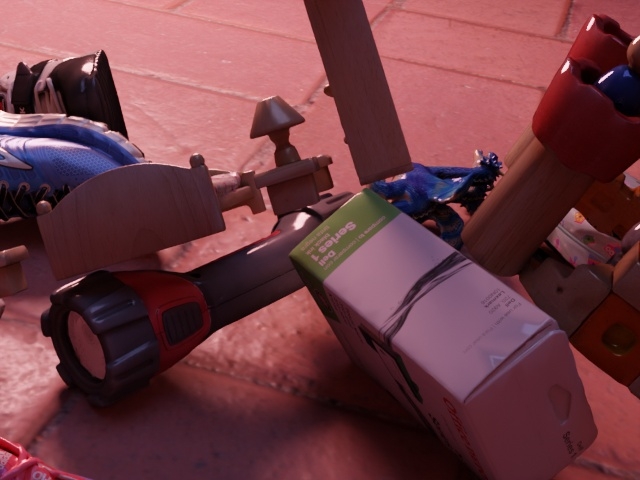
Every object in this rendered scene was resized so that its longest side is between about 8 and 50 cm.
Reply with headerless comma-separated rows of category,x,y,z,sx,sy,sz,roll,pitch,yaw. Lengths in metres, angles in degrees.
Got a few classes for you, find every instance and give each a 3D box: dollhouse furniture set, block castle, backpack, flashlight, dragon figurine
dollhouse furniture set,-0.113,-0.093,0.932,0.356,0.173,0.303,-16,4,6
block castle,0.354,0.011,0.829,0.453,0.212,0.303,38,27,4
backpack,0.297,-0.020,1.150,0.152,0.115,0.182,0,31,-21
flashlight,-0.086,0.036,0.923,0.304,0.103,0.103,-26,68,-41
dragon figurine,0.119,-0.039,1.165,0.144,0.085,0.289,14,26,11

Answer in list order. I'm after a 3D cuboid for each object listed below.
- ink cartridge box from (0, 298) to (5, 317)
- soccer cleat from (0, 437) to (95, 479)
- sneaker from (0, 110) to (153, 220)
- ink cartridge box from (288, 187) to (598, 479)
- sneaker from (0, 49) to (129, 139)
ink cartridge box,-0.420,0.040,0.797,0.239,0.060,0.275,40,36,13
soccer cleat,-0.175,0.169,0.665,0.248,0.095,0.083,9,27,1
sneaker,-0.312,-0.051,1.055,0.330,0.129,0.147,16,49,3
ink cartridge box,0.093,0.080,0.828,0.093,0.160,0.219,-39,43,-11
sneaker,-0.298,-0.145,1.209,0.146,0.122,0.330,-13,12,-13
